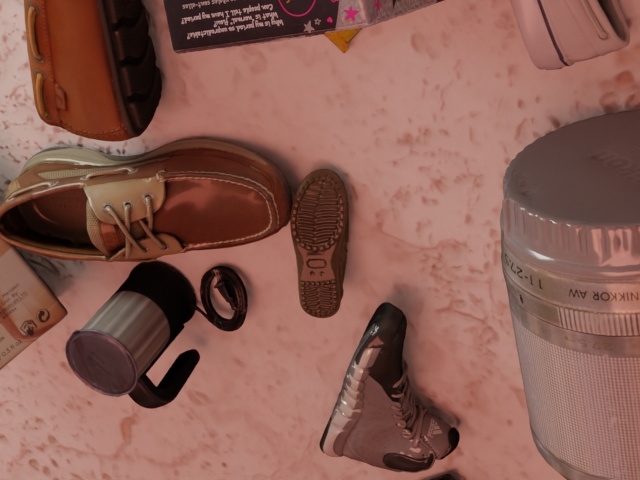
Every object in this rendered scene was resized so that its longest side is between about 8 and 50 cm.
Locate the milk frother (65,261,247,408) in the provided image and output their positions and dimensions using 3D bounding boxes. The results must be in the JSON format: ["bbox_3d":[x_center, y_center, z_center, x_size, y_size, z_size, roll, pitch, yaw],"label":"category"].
[{"bbox_3d":[-0.164,0.088,1.311,0.129,0.135,0.143,40,129,-4],"label":"milk frother"}]

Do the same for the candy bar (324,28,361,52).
[{"bbox_3d":[0.051,-0.220,1.077,0.040,0.018,0.161,42,129,-8],"label":"candy bar"}]

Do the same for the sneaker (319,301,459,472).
[{"bbox_3d":[0.087,0.159,1.279,0.132,0.086,0.228,23,138,5],"label":"sneaker"}]

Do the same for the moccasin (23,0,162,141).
[{"bbox_3d":[-0.236,-0.266,1.123,0.147,0.139,0.380,6,133,12],"label":"moccasin"}]

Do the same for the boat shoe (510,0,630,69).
[{"bbox_3d":[0.173,-0.252,0.959,0.084,0.095,0.258,-9,127,26],"label":"boat shoe"}]

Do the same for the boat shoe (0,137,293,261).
[{"bbox_3d":[-0.182,-0.024,1.256,0.324,0.116,0.123,-2,120,27],"label":"boat shoe"}]

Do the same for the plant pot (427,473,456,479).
[{"bbox_3d":[0.106,0.393,1.364,0.187,0.188,0.167,-28,119,36],"label":"plant pot"}]

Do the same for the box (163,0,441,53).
[{"bbox_3d":[0.011,-0.229,0.925,0.163,0.247,0.142,-2,107,29],"label":"box"}]

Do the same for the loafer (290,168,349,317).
[{"bbox_3d":[0.000,0.000,1.228,0.056,0.050,0.148,6,108,5],"label":"loafer"}]

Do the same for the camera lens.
[{"bbox_3d":[0.266,0.058,1.026,0.219,0.219,0.274,1,121,26],"label":"camera lens"}]

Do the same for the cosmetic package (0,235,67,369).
[{"bbox_3d":[-0.414,-0.003,1.344,0.296,0.129,0.153,53,169,-15],"label":"cosmetic package"}]
